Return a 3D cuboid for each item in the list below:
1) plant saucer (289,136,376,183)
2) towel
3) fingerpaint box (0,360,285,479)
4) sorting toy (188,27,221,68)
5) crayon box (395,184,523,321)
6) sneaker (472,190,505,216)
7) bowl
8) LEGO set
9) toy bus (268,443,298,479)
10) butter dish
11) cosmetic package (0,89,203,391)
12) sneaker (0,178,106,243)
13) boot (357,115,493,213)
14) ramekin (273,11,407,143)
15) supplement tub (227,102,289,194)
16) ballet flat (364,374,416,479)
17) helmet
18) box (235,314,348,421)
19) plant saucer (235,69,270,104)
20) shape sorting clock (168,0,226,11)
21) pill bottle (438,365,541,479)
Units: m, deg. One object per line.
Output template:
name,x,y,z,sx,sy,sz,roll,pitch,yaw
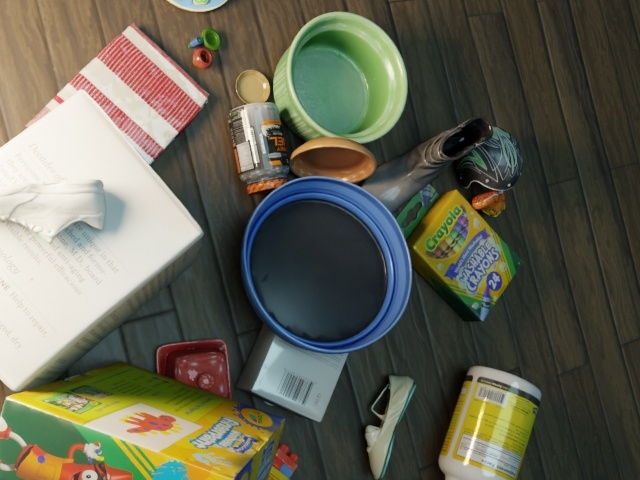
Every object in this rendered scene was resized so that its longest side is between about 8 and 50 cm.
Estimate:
plant saucer,0.028,-0.183,1.728,0.199,0.200,0.037,11,67,-23
towel,-0.422,-0.272,1.619,0.237,0.037,0.329,43,69,-14
fingerpaint box,-0.288,0.367,1.318,0.370,0.445,0.163,17,90,7
sorting toy,-0.266,-0.430,1.708,0.061,0.042,0.102,34,59,-34
crayon box,0.336,0.023,1.908,0.323,0.083,0.203,44,69,-14
sneaker,0.438,-0.092,1.942,0.175,0.064,0.068,-13,90,-56
bowl,0.010,0.054,1.652,0.390,0.077,0.392,7,70,-20
LEGO set,0.000,0.000,1.759,0.227,0.087,0.093,31,70,-12
toy bus,-0.148,0.512,1.614,0.220,0.149,0.211,42,57,-12
butter dish,-0.252,0.292,1.592,0.159,0.118,0.160,-3,86,-25
cosmetic package,-0.463,0.017,1.362,0.393,0.329,0.327,-41,90,-16
sneaker,-0.439,-0.040,1.172,0.212,0.080,0.094,-6,93,-14
boot,0.238,-0.179,1.803,0.338,0.222,0.118,-42,97,-23
ramekin,0.037,-0.360,1.774,0.303,0.148,0.304,3,84,-24
supplement tub,-0.135,-0.203,1.697,0.116,0.117,0.191,-11,90,-25
ballet flat,0.148,0.432,1.791,0.086,0.086,0.249,29,72,-19
helmet,0.431,-0.205,1.930,0.169,0.161,0.170,3,84,-24
box,-0.061,0.281,1.680,0.180,0.119,0.182,29,73,-19
plant saucer,-0.158,-0.351,1.757,0.083,0.015,0.084,3,84,-25
shape sorting clock,-0.285,-0.617,1.713,0.206,0.040,0.206,3,83,-24
pill bottle,0.396,0.488,1.830,0.187,0.188,0.334,27,75,-20
